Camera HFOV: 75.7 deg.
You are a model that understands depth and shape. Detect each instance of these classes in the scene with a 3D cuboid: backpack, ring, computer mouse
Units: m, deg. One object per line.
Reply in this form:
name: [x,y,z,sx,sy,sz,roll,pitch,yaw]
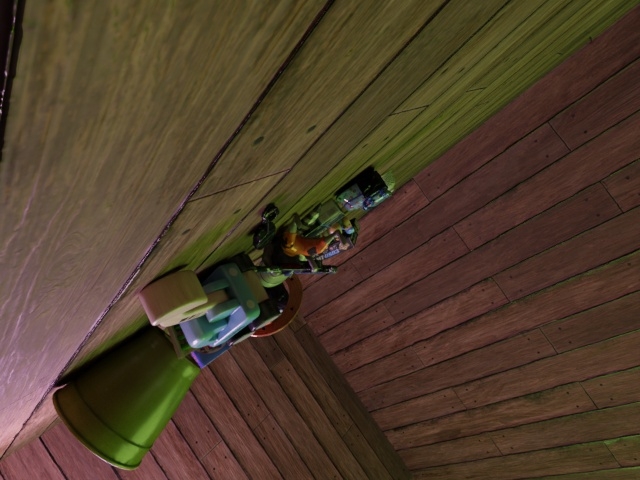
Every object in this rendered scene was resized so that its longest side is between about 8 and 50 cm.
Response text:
backpack: [0.146,-0.159,1.433,0.173,0.117,0.158,-33,176,13]
backpack: [-0.335,0.337,2.145,0.355,0.290,0.273,-29,157,-6]
ring: [-0.233,0.249,1.749,0.336,0.337,0.032,-35,144,-9]
computer mouse: [-0.143,-0.037,1.029,0.071,0.041,0.242,-43,173,-23]

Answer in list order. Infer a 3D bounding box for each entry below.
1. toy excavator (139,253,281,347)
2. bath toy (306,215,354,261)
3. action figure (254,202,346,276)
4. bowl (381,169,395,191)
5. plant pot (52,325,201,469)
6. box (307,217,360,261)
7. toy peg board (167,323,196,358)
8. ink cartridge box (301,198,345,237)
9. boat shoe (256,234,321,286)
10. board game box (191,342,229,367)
toy excavator: [-0.319,0.189,1.139,0.445,0.222,0.433,-18,163,-50]
bath toy: [0.000,0.000,2.043,0.348,0.129,0.151,-33,176,-22]
action figure: [-0.060,0.024,1.435,0.341,0.179,0.330,7,154,-39]
bowl: [0.286,-0.244,1.898,0.170,0.080,0.170,-36,177,-2]
plant pot: [-0.618,0.495,1.408,0.353,0.366,0.366,-47,180,-18]
box: [0.064,0.008,2.267,0.295,0.073,0.293,-25,-166,21]
toy peg board: [-0.443,0.296,1.394,0.079,0.161,0.160,-20,176,0]
ink cartridge box: [0.011,-0.081,1.622,0.165,0.065,0.332,-36,177,7]
boat shoe: [-0.109,0.057,1.722,0.367,0.136,0.156,-36,178,-44]
board game box: [-0.451,0.373,1.863,0.347,0.233,0.078,-33,176,-29]
